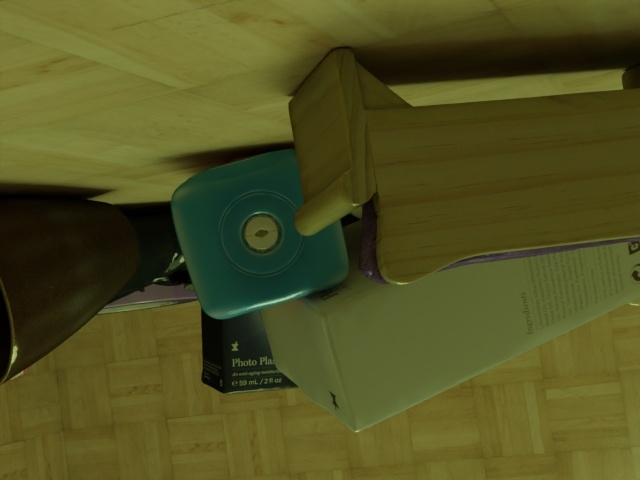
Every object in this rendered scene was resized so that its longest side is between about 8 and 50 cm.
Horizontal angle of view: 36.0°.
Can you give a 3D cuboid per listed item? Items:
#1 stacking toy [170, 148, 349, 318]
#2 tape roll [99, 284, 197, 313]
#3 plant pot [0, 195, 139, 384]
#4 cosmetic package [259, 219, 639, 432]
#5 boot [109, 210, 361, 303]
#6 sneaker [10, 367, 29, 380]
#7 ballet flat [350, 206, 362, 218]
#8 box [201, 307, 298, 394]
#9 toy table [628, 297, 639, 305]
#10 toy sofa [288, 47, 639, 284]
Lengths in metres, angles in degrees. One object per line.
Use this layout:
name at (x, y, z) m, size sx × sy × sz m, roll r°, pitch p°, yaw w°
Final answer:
stacking toy at (-0.078, -0.024, 1.189) m, size 0.175 × 0.166 × 0.302 m, roll -16°, pitch -172°, yaw -4°
tape roll at (-0.361, 0.083, 1.835) m, size 0.275 × 0.090 × 0.275 m, roll -7°, pitch 175°, yaw -1°
plant pot at (-0.332, 0.033, 1.157) m, size 0.215 × 0.215 × 0.230 m, roll -12°, pitch -171°, yaw 42°
cosmetic package at (0.167, 0.045, 1.241) m, size 0.453 × 0.161 × 0.230 m, roll -22°, pitch -159°, yaw -20°
boot at (-0.201, 0.019, 1.545) m, size 0.445 × 0.146 × 0.367 m, roll -10°, pitch 179°, yaw -31°
sneaker at (-0.554, 0.123, 1.558) m, size 0.299 × 0.121 × 0.112 m, roll 25°, pitch 162°, yaw 30°
ballet flat at (0.093, -0.073, 1.164) m, size 0.086 × 0.086 × 0.248 m, roll -10°, pitch -176°, yaw 20°
box at (-0.077, 0.137, 1.941) m, size 0.296 × 0.294 × 0.183 m, roll -2°, pitch 180°, yaw -21°
toy table at (0.508, -0.020, 1.752) m, size 0.161 × 0.252 × 0.274 m, roll 8°, pitch -170°, yaw 15°
toy sofa at (0.164, -0.063, 0.810) m, size 0.362 × 0.177 × 0.150 m, roll -8°, pitch 175°, yaw -16°
